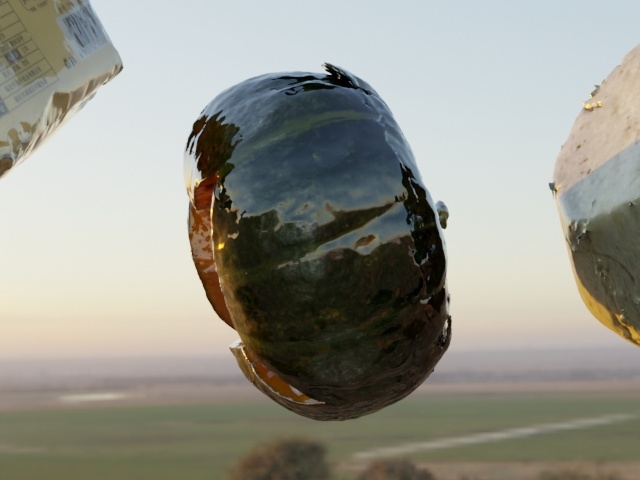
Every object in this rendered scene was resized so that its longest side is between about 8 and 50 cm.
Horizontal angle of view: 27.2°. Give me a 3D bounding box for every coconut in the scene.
[{"bbox_3d":[0.292,-0.018,0.866,0.247,0.245,0.245,31,-17,-21],"label":"coconut"}]

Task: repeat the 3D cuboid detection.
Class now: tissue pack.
[{"bbox_3d":[-0.228,-0.133,0.820,0.090,0.186,0.222,-29,15,24],"label":"tissue pack"}]

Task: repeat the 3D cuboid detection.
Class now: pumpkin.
[{"bbox_3d":[0.003,0.000,0.845,0.159,0.238,0.238,-15,-1,-12],"label":"pumpkin"}]
